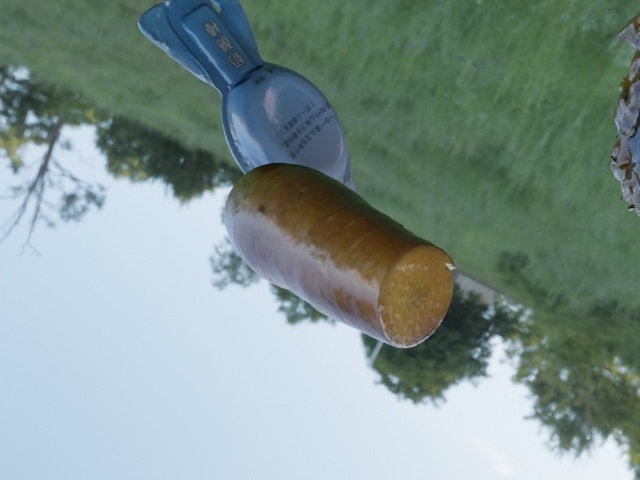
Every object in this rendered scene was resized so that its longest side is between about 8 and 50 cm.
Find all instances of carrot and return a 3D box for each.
[{"bbox_3d":[0.000,0.000,0.506,0.087,0.087,0.193,13,-171,-31],"label":"carrot"}]

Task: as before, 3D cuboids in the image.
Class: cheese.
[{"bbox_3d":[-0.050,-0.119,0.711,0.245,0.052,0.135,52,-133,-13],"label":"cheese"}]

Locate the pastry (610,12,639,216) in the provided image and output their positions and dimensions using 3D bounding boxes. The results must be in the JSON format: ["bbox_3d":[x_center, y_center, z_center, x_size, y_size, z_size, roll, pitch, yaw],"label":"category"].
[{"bbox_3d":[0.510,-0.176,0.929,0.292,0.405,0.337,15,174,-16],"label":"pastry"}]
